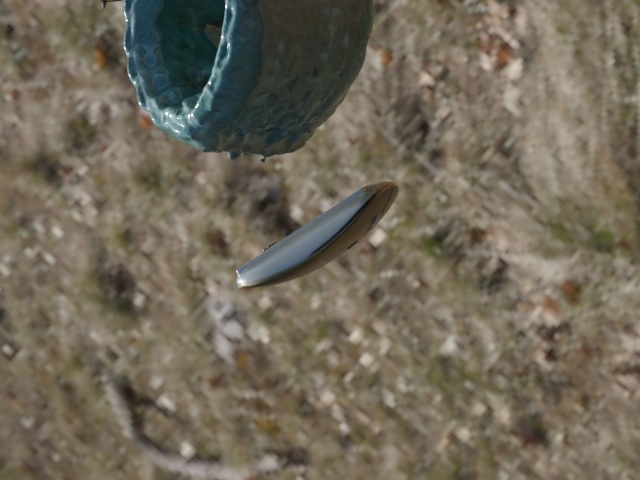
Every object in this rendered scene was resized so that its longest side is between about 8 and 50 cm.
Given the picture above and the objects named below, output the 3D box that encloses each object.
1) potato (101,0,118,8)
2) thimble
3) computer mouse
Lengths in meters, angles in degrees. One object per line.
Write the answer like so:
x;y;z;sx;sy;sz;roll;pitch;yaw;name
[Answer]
-0.231;-0.293;1.653;0.172;0.089;0.100;33;-164;34;potato
-0.063;-0.181;1.316;0.198;0.143;0.235;13;104;53;thimble
0.001;0.002;1.663;0.045;0.199;0.102;60;-162;6;computer mouse
